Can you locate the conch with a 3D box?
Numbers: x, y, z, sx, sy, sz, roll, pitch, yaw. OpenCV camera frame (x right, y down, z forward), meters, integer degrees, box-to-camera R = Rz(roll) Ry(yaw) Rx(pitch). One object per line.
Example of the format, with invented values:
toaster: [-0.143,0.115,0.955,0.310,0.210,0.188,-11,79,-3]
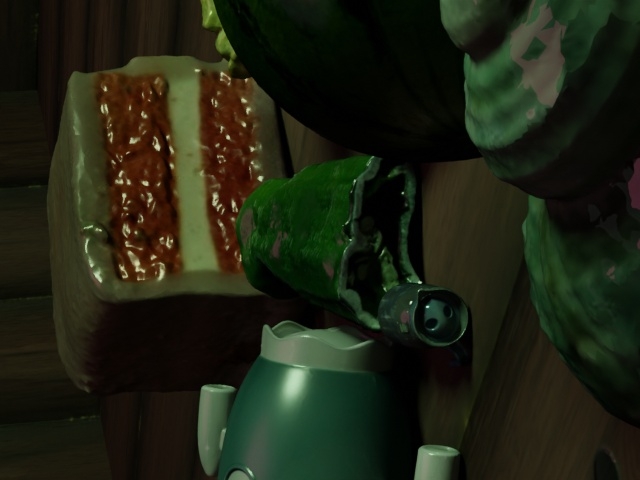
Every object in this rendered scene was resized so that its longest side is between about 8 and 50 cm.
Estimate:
conch: [0.147,-0.045,0.673,0.220,0.277,0.195,-26,36,39]

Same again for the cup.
cup: [0.000,0.157,1.316,0.299,0.167,0.173,8,93,48]

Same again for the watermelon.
watermelon: [0.060,-0.161,0.833,0.242,0.242,0.242,175,90,-75]

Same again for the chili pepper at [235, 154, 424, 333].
chili pepper: [0.000,0.000,1.366,0.270,0.099,0.136,-179,75,-70]

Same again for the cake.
cake: [-0.151,-0.014,1.669,0.230,0.237,0.309,112,152,-53]

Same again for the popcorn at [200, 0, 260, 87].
popcorn: [-0.037,-0.213,1.388,0.162,0.141,0.135,48,-166,-32]

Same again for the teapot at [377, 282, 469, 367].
teapot: [0.075,0.064,1.203,0.083,0.049,0.064,-178,83,-74]
